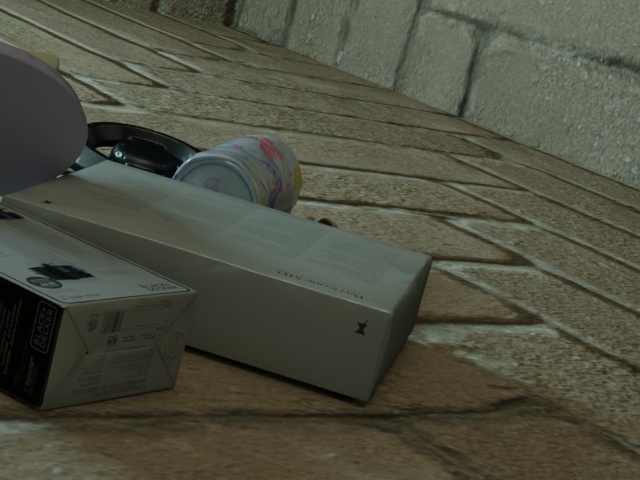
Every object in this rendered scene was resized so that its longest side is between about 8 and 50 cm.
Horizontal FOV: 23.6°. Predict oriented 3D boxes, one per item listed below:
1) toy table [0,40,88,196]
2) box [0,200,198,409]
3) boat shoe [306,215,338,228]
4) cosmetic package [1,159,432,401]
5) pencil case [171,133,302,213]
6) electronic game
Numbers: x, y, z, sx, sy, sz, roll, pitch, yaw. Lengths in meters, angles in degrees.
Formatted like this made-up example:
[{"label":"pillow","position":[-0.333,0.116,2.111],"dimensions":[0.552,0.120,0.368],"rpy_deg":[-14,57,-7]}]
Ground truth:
[{"label":"toy table","position":[-0.378,-0.159,1.520],"dimensions":[0.274,0.252,0.161],"rpy_deg":[19,27,-33]},{"label":"box","position":[-0.267,0.038,1.274],"dimensions":[0.290,0.087,0.169],"rpy_deg":[23,14,30]},{"label":"boat shoe","position":[0.000,0.000,1.837],"dimensions":[0.063,0.059,0.170],"rpy_deg":[9,13,-25]},{"label":"cosmetic package","position":[-0.096,0.028,1.507],"dimensions":[0.377,0.097,0.284],"rpy_deg":[17,10,9]},{"label":"pencil case","position":[-0.099,-0.062,1.875],"dimensions":[0.124,0.113,0.273],"rpy_deg":[34,14,2]},{"label":"electronic game","position":[-0.236,-0.100,2.029],"dimensions":[0.229,0.048,0.229],"rpy_deg":[16,20,-6]}]
